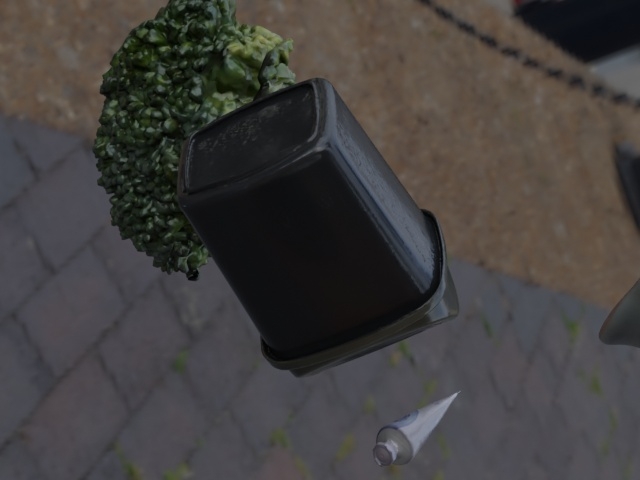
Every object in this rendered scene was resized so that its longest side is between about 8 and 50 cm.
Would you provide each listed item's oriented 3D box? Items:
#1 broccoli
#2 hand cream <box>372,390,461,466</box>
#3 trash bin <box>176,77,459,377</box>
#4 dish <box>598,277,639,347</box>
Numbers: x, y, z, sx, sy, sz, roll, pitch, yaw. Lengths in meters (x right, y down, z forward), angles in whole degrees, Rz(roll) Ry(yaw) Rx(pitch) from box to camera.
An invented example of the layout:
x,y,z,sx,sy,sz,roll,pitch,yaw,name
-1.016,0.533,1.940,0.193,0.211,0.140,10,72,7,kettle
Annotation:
x,y,z,sx,sy,sz,roll,pitch,yaw,name
-0.139,-0.133,2.008,0.324,0.272,0.334,103,-37,-62,broccoli
0.112,0.232,2.012,0.053,0.084,0.142,48,41,7,hand cream
0.000,0.000,1.640,0.290,0.209,0.182,56,21,-33,trash bin
0.306,0.026,1.148,0.081,0.229,0.229,52,21,17,dish
